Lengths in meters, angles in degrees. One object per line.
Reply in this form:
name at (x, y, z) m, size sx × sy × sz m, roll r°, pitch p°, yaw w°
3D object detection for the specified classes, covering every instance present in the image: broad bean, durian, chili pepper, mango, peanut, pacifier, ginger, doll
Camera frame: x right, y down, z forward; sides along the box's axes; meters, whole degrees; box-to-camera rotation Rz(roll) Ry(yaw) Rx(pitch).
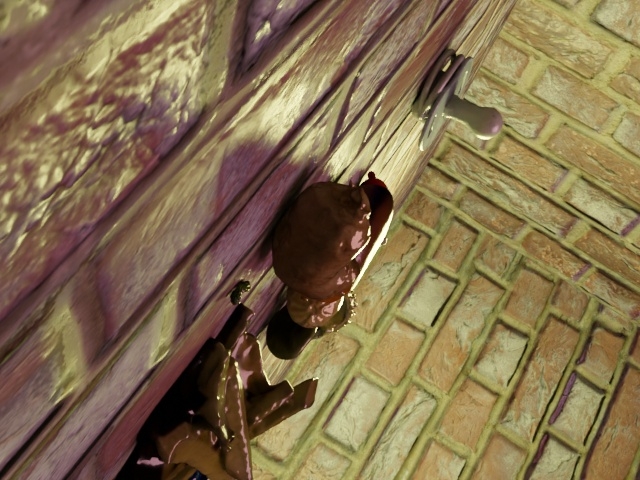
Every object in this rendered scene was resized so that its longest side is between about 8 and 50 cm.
broad bean at (-0.063, 0.211, 1.914) m, size 0.153 × 0.072 × 0.207 m, roll -14°, pitch -155°, yaw 35°
durian at (-0.003, 0.177, 2.133) m, size 0.166 × 0.172 × 0.306 m, roll -19°, pitch 157°, yaw -40°
chili pepper at (-0.131, 0.084, 1.265) m, size 0.027 × 0.022 × 0.083 m, roll -61°, pitch 176°, yaw 21°
mango at (0.037, -0.002, 1.547) m, size 0.287 × 0.152 × 0.201 m, roll -57°, pitch 163°, yaw -23°
peanut at (0.023, 0.070, 1.854) m, size 0.305 × 0.147 × 0.147 m, roll -56°, pitch 173°, yaw -22°
pacifier at (0.377, -0.352, 2.038) m, size 0.299 × 0.233 × 0.244 m, roll -55°, pitch 170°, yaw -29°
ginger at (0.000, 0.000, 1.274) m, size 0.152 × 0.138 × 0.267 m, roll -8°, pitch 147°, yaw -20°
doll at (0.126, -0.069, 1.973) m, size 0.183 × 0.085 × 0.217 m, roll -32°, pitch -131°, yaw 54°
ginger at (-0.162, 0.329, 1.403) m, size 0.413 × 0.211 × 0.358 m, roll -47°, pitch 166°, yaw -56°

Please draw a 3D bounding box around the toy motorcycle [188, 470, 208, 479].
toy motorcycle at (-0.311, 0.541, 1.705) m, size 0.331 × 0.125 × 0.196 m, roll -57°, pitch 173°, yaw -36°
